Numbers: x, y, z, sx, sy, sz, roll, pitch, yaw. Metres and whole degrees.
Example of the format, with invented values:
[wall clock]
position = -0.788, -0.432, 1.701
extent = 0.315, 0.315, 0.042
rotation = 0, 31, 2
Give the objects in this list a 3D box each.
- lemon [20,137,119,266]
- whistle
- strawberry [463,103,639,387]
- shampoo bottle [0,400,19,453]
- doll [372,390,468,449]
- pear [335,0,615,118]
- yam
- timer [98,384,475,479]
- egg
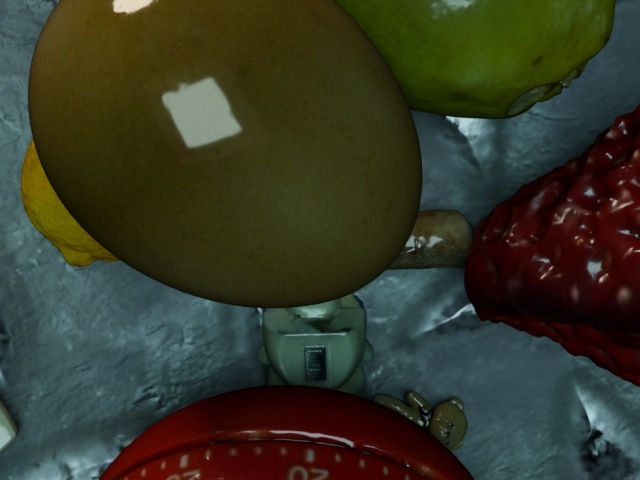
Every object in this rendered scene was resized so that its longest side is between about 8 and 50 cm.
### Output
[lemon]
position = -0.189, -0.066, 0.963
extent = 0.142, 0.142, 0.187
rotation = 27, 87, -7
[whistle]
position = -0.005, 0.094, 1.005
extent = 0.110, 0.092, 0.244
rotation = -2, 120, 2
[strawberry]
position = 0.300, 0.001, 0.953
extent = 0.345, 0.317, 0.295
rotation = 0, 97, 21
[shampoo bottle]
position = -0.377, 0.126, 1.018
extent = 0.072, 0.049, 0.212
rotation = -44, 98, 6
[doll]
position = 0.098, 0.181, 1.073
extent = 0.093, 0.051, 0.061
rotation = 13, 98, 24
[pear]
position = 0.106, -0.244, 0.908
extent = 0.321, 0.269, 0.269
rotation = 35, 93, -10
[yam]
position = 0.000, 0.000, 1.025
extent = 0.300, 0.066, 0.066
rotation = 1, 97, -4
[timer]
position = -0.029, 0.299, 0.924
extent = 0.378, 0.279, 0.378
rotation = 1, 129, 1
[egg]
position = -0.063, -0.077, 0.814
extent = 0.322, 0.250, 0.250
rotation = 38, 93, -27
